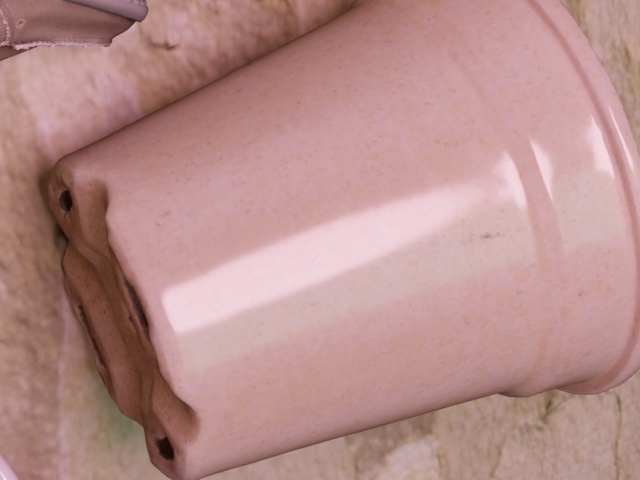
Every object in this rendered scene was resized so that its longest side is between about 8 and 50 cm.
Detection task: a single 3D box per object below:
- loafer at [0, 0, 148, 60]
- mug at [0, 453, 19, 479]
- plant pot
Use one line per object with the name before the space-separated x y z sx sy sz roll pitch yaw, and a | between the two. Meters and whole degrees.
loafer | -0.202 -0.148 0.951 0.087 0.094 0.251 -48 156 24
mug | -0.257 0.293 1.020 0.328 0.276 0.374 -11 86 -29
plant pot | 0.000 0.000 1.073 0.306 0.334 0.333 -21 122 -20
